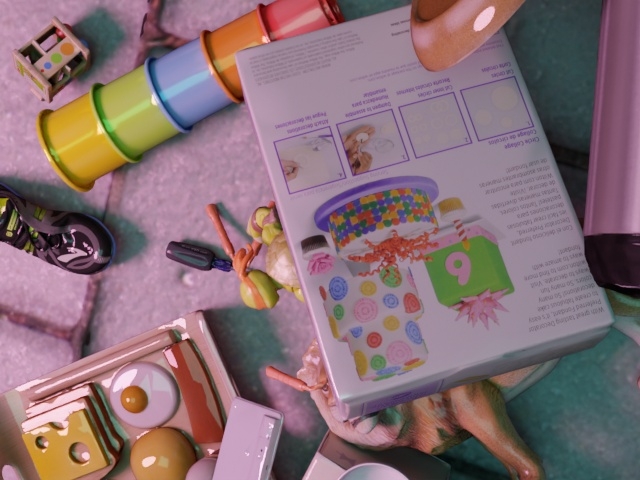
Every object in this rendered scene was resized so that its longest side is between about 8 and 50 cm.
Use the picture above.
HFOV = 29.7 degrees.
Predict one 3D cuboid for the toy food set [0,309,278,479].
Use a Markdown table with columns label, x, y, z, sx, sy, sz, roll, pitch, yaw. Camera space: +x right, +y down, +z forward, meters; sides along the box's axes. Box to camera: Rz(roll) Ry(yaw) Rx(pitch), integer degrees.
| label | x | y | z | sx | sy | sz | roll | pitch | yaw |
| --- | --- | --- | --- | --- | --- | --- | --- | --- | --- |
| toy food set | -0.207 | 0.226 | 1.264 | 0.306 | 0.092 | 0.219 | -23 | 93 | 15 |

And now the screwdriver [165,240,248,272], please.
| label | x | y | z | sx | sy | sz | roll | pitch | yaw |
| --- | --- | --- | --- | --- | --- | --- | --- | --- | --- |
| screwdriver | -0.078 | 0.032 | 1.246 | 0.170 | 0.025 | 0.024 | 16 | 101 | 2 |

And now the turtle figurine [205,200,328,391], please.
| label | x | y | z | sx | sy | sz | roll | pitch | yaw |
| --- | --- | --- | --- | --- | --- | --- | --- | --- | --- |
| turtle figurine | 0.000 | 0.000 | 1.150 | 0.217 | 0.087 | 0.269 | -31 | 46 | -3 |

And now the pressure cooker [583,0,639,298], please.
| label | x | y | z | sx | sy | sz | roll | pitch | yaw |
| --- | --- | --- | --- | --- | --- | --- | --- | --- | --- |
| pressure cooker | 0.397 | -0.151 | 0.902 | 0.375 | 0.370 | 0.420 | 2 | 88 | 54 |

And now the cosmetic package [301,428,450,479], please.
| label | x | y | z | sx | sy | sz | roll | pitch | yaw |
| --- | --- | --- | --- | --- | --- | --- | --- | --- | --- |
| cosmetic package | 0.003 | 0.338 | 1.201 | 0.129 | 0.153 | 0.296 | 28 | 105 | 7 |

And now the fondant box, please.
| label | x | y | z | sx | sy | sz | roll | pitch | yaw |
| --- | --- | --- | --- | --- | --- | --- | --- | --- | --- |
| fondant box | 0.083 | -0.037 | 1.058 | 0.238 | 0.096 | 0.330 | -16 | 71 | -4 |

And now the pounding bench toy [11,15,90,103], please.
| label | x | y | z | sx | sy | sz | roll | pitch | yaw |
| --- | --- | --- | --- | --- | --- | --- | --- | --- | --- |
| pounding bench toy | -0.273 | -0.182 | 1.242 | 0.052 | 0.083 | 0.065 | 46 | 74 | 1 |

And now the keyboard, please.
| label | x | y | z | sx | sy | sz | roll | pitch | yaw |
| --- | --- | --- | --- | --- | --- | --- | --- | --- | --- |
| keyboard | -0.092 | 0.283 | 1.172 | 0.072 | 0.014 | 0.256 | 11 | 86 | 49 |

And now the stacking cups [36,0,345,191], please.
| label | x | y | z | sx | sy | sz | roll | pitch | yaw |
| --- | --- | --- | --- | --- | --- | --- | --- | --- | --- |
| stacking cups | -0.127 | -0.159 | 1.184 | 0.316 | 0.096 | 0.096 | -27 | 91 | 16 |

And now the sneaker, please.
| label | x | y | z | sx | sy | sz | roll | pitch | yaw |
| --- | --- | --- | --- | --- | --- | --- | --- | --- | --- |
| sneaker | -0.302 | -0.010 | 1.259 | 0.188 | 0.078 | 0.067 | 23 | 103 | 9 |

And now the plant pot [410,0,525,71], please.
| label | x | y | z | sx | sy | sz | roll | pitch | yaw |
| --- | --- | --- | --- | --- | --- | --- | --- | --- | --- |
| plant pot | 0.140 | -0.242 | 0.958 | 0.032 | 0.236 | 0.236 | 31 | 106 | -17 |

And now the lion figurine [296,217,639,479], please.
| label | x | y | z | sx | sy | sz | roll | pitch | yaw |
| --- | --- | --- | --- | --- | --- | --- | --- | --- | --- |
| lion figurine | 0.187 | 0.089 | 1.142 | 0.392 | 0.142 | 0.240 | -39 | 80 | 2 |

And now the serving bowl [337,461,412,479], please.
| label | x | y | z | sx | sy | sz | roll | pitch | yaw |
| --- | --- | --- | --- | --- | --- | --- | --- | --- | --- |
| serving bowl | 0.051 | 0.235 | 1.081 | 0.083 | 0.027 | 0.083 | 2 | 99 | 12 |
